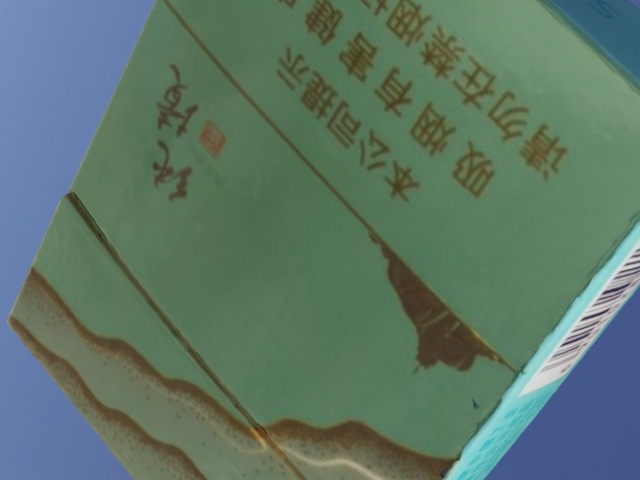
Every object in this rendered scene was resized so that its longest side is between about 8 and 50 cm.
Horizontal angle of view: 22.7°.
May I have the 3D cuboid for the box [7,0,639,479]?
[{"bbox_3d":[-0.001,0.000,0.466,0.162,0.041,0.229,48,-51,21],"label":"box"}]
